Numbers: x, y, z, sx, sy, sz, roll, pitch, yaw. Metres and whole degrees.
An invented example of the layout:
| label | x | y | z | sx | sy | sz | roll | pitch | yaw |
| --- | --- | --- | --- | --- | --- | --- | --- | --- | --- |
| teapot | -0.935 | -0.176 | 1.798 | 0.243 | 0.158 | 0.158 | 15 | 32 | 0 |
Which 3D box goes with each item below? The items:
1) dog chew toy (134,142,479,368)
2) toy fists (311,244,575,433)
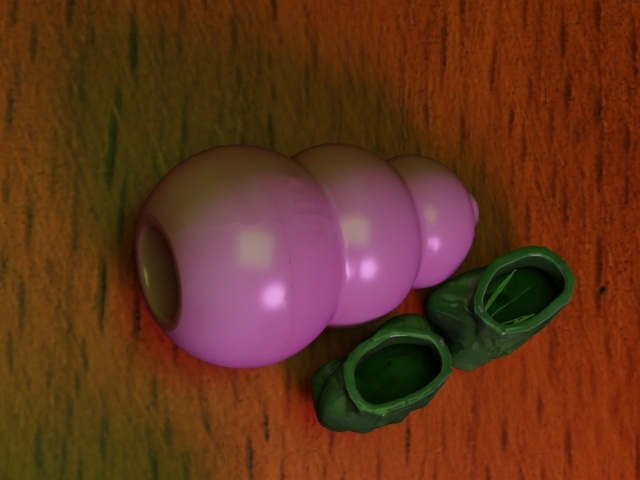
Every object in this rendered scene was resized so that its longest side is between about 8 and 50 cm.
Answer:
| label | x | y | z | sx | sy | sz | roll | pitch | yaw |
| --- | --- | --- | --- | --- | --- | --- | --- | --- | --- |
| dog chew toy | 0.000 | 0.000 | 1.547 | 0.332 | 0.206 | 0.206 | -11 | 85 | -25 |
| toy fists | 0.114 | 0.097 | 1.593 | 0.279 | 0.142 | 0.096 | -31 | 77 | -19 |
